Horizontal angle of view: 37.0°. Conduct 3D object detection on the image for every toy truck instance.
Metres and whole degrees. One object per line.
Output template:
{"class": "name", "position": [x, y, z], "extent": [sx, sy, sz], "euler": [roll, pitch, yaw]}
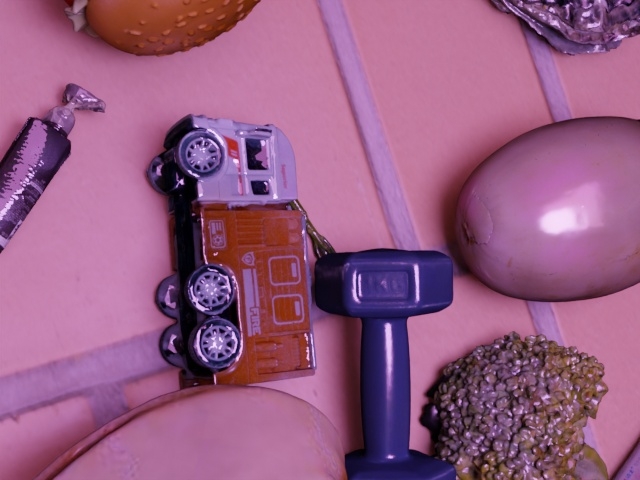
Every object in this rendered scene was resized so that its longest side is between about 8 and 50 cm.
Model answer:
{"class": "toy truck", "position": [-0.094, 0.015, 1.081], "extent": [0.162, 0.136, 0.305], "euler": [-3, 85, -26]}

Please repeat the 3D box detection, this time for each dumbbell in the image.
{"class": "dumbbell", "position": [0.073, 0.166, 1.079], "extent": [0.144, 0.156, 0.316], "euler": [-1, 90, -26]}

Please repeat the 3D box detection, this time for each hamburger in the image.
{"class": "hamburger", "position": [-0.165, -0.317, 1.035], "extent": [0.274, 0.274, 0.212], "euler": [-29, 90, -20]}

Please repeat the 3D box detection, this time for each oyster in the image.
{"class": "oyster", "position": [0.306, -0.367, 1.275], "extent": [0.351, 0.158, 0.162], "euler": [26, 39, -26]}

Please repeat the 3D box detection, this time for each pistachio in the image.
{"class": "pistachio", "position": [-0.147, 0.339, 0.949], "extent": [0.445, 0.281, 0.365], "euler": [-43, 117, -8]}

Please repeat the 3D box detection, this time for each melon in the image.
{"class": "melon", "position": [0.317, -0.039, 1.176], "extent": [0.317, 0.223, 0.223], "euler": [-13, 86, -18]}

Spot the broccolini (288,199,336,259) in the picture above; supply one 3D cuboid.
{"class": "broccolini", "position": [0.000, 0.000, 1.165], "extent": [0.030, 0.035, 0.140], "euler": [-33, 92, -24]}

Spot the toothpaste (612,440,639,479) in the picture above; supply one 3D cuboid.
{"class": "toothpaste", "position": [0.467, 0.266, 1.267], "extent": [0.100, 0.066, 0.323], "euler": [47, 66, -1]}

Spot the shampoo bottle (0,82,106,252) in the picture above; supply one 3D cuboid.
{"class": "shampoo bottle", "position": [-0.317, -0.084, 1.059], "extent": [0.063, 0.057, 0.207], "euler": [33, 73, -11]}

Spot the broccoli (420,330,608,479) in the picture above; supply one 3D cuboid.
{"class": "broccoli", "position": [0.269, 0.243, 1.136], "extent": [0.273, 0.180, 0.242], "euler": [34, 78, -10]}
